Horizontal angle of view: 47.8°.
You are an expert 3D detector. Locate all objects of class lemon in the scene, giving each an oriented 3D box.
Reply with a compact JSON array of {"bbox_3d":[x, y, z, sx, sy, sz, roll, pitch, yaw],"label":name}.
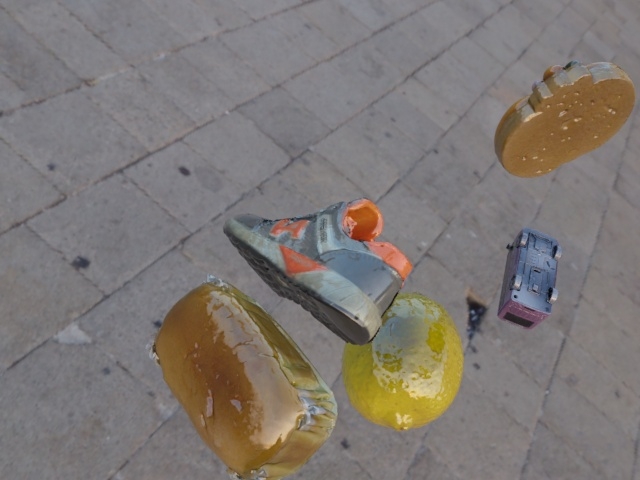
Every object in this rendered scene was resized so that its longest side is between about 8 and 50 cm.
[{"bbox_3d":[0.166,0.240,1.478,0.254,0.253,0.310,24,56,-19],"label":"lemon"}]

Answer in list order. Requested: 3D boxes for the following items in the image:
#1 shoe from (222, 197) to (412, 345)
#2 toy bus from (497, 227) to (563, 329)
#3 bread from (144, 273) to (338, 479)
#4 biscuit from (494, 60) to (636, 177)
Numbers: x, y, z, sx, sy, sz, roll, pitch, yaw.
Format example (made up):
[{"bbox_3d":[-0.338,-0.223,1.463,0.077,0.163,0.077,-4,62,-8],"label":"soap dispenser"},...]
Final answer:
[{"bbox_3d":[0.000,0.000,0.980,0.336,0.171,0.132,30,-19,50],"label":"shoe"},{"bbox_3d":[0.383,0.069,1.336,0.087,0.098,0.178,21,53,1],"label":"toy bus"},{"bbox_3d":[-0.096,0.157,0.832,0.241,0.136,0.107,46,8,37],"label":"bread"},{"bbox_3d":[0.275,-0.148,0.833,0.170,0.170,0.050,5,49,-36],"label":"biscuit"}]
